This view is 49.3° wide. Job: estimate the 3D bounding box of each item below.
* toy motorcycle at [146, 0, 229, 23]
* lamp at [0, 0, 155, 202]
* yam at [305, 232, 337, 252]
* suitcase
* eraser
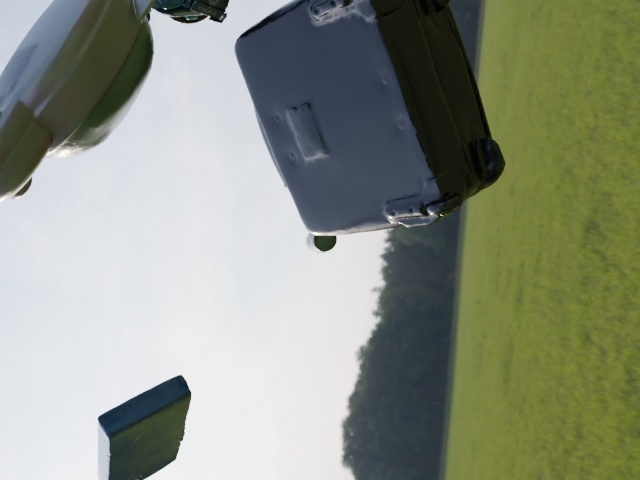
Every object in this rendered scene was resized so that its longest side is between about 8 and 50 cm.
[{"bbox_3d":[-0.240,-0.400,0.984,0.182,0.272,0.123,-44,50,40],"label":"toy motorcycle"},{"bbox_3d":[-0.234,-0.132,0.634,0.108,0.180,0.246,40,-108,-30],"label":"lamp"},{"bbox_3d":[0.000,0.000,1.173,0.094,0.043,0.043,177,99,-78],"label":"yam"},{"bbox_3d":[0.056,-0.184,0.989,0.188,0.339,0.345,-34,-73,-41],"label":"suitcase"},{"bbox_3d":[-0.296,0.333,1.152,0.144,0.042,0.311,-24,-26,-32],"label":"eraser"}]
